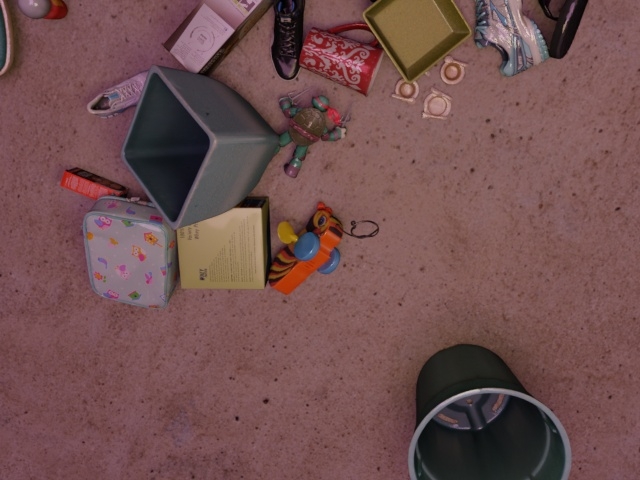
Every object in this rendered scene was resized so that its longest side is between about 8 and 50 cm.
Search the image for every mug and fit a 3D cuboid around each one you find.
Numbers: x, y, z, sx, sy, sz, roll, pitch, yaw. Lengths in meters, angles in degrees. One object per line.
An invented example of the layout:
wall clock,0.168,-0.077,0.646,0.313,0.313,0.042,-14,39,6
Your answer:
mug,0.051,-0.417,1.418,0.169,0.150,0.113,21,141,3

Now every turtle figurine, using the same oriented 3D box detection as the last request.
turtle figurine,-0.037,-0.264,1.446,0.175,0.118,0.234,39,111,-2

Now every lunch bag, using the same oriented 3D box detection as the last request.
lunch bag,-0.455,0.024,1.510,0.224,0.108,0.279,12,125,4

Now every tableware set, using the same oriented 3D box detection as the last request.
tableware set,0.254,-0.367,1.446,0.141,0.020,0.169,23,105,-2

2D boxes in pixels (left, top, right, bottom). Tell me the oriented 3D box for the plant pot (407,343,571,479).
plant pot,0.366,0.425,1.479,0.341,0.334,0.341,1,105,4

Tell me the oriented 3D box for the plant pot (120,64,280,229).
plant pot,-0.241,-0.207,1.369,0.247,0.252,0.248,49,127,22

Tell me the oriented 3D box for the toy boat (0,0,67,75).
toy boat,-0.740,-0.507,1.407,0.318,0.148,0.268,-9,103,6

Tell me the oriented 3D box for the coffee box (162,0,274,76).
coffee box,-0.217,-0.483,1.384,0.098,0.141,0.246,44,102,-7

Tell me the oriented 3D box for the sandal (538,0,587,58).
sandal,0.532,-0.606,1.317,0.107,0.167,0.446,17,98,25

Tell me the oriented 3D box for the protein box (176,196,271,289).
protein box,-0.228,0.003,1.511,0.201,0.136,0.200,0,105,3

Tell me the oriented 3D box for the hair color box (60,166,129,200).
hair color box,-0.550,-0.130,1.531,0.141,0.072,0.043,22,105,-3

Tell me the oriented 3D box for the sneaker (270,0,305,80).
sneaker,-0.078,-0.465,1.389,0.079,0.121,0.217,5,105,3

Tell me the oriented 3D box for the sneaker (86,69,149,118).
sneaker,-0.460,-0.338,1.467,0.190,0.083,0.071,-27,100,8

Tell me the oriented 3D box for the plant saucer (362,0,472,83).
plant saucer,0.209,-0.476,1.382,0.188,0.045,0.188,-39,108,-1

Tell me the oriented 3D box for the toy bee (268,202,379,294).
toy bee,0.000,0.000,1.502,0.298,0.162,0.195,-20,137,9

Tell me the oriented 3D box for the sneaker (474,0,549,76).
sneaker,0.381,-0.485,1.364,0.122,0.110,0.283,-33,100,14
